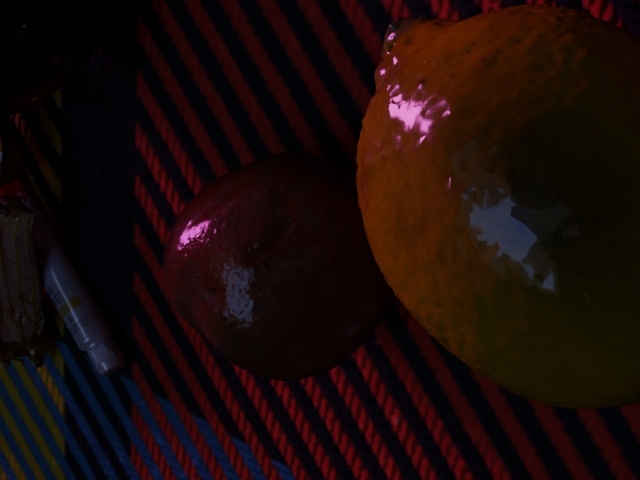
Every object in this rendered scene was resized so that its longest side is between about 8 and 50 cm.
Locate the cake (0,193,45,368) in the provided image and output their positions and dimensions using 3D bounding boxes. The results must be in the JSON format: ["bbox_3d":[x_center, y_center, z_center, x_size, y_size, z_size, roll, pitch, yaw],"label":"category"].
[{"bbox_3d":[-0.266,0.046,1.088,0.185,0.079,0.116,-38,75,57],"label":"cake"}]

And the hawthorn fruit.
[{"bbox_3d":[-0.017,0.007,0.837,0.149,0.149,0.189,51,137,12],"label":"hawthorn fruit"}]

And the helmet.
[{"bbox_3d":[-0.240,-0.183,0.913,0.189,0.193,0.216,39,112,20],"label":"helmet"}]

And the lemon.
[{"bbox_3d":[0.119,-0.018,0.679,0.257,0.188,0.188,46,132,8],"label":"lemon"}]

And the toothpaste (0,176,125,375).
[{"bbox_3d":[-0.218,0.026,1.100,0.190,0.031,0.048,57,137,11],"label":"toothpaste"}]

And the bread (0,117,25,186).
[{"bbox_3d":[-0.286,-0.117,1.081,0.187,0.065,0.150,18,107,43],"label":"bread"}]
